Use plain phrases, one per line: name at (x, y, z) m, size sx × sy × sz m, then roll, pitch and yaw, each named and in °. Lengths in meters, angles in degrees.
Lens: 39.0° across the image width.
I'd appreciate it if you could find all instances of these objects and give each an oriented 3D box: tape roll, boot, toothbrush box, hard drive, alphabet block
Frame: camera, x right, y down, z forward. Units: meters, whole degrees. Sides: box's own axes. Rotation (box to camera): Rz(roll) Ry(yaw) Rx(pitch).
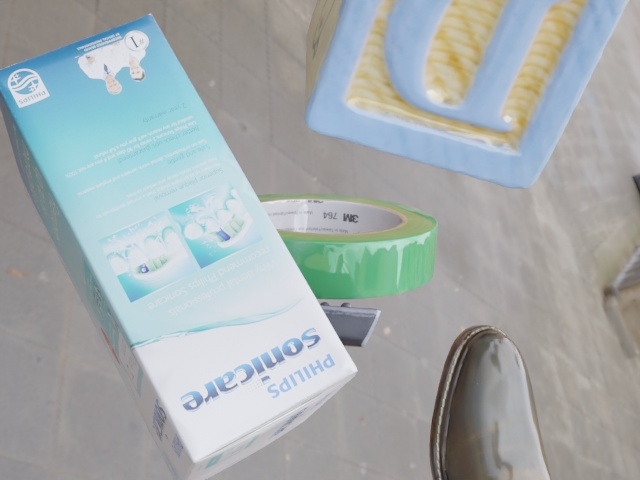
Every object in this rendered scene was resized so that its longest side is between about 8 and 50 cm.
tape roll at (0.000, 0.000, 1.254) m, size 0.321 × 0.321 × 0.077 m, roll -24°, pitch 119°, yaw -62°
boot at (0.121, 0.151, 0.478) m, size 0.082 × 0.106 × 0.219 m, roll 0°, pitch 81°, yaw -28°
toothbrush box at (-0.115, 0.022, 0.679) m, size 0.126 × 0.216 × 0.295 m, roll -27°, pitch 79°, yaw -19°
hard drive at (-0.024, 0.102, 1.152) m, size 0.255 × 0.172 × 0.054 m, roll 155°, pitch -61°, yaw -81°
alphabet block at (0.103, -0.184, 0.723) m, size 0.194 × 0.192 × 0.197 m, roll 16°, pitch 29°, yaw -10°
